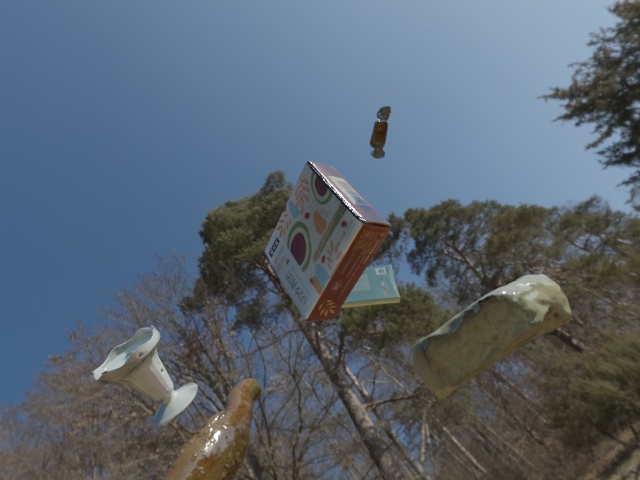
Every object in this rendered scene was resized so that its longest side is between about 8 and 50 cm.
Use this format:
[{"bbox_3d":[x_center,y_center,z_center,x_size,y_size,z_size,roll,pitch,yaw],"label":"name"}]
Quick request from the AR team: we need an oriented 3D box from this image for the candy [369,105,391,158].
[{"bbox_3d":[0.187,-0.338,1.282,0.053,0.046,0.181,12,-103,1],"label":"candy"}]

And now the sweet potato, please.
[{"bbox_3d":[-0.173,0.347,0.705,0.109,0.385,0.109,3,-74,11],"label":"sweet potato"}]

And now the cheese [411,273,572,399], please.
[{"bbox_3d":[0.327,0.194,0.808,0.327,0.115,0.318,-12,-32,-38],"label":"cheese"}]

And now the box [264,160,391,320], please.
[{"bbox_3d":[0.000,0.000,1.308,0.122,0.344,0.385,5,-56,-39],"label":"box"}]

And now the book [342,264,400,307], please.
[{"bbox_3d":[0.110,0.184,1.627,0.380,0.264,0.031,-6,-65,5],"label":"book"}]

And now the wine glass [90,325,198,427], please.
[{"bbox_3d":[-0.397,0.319,0.954,0.165,0.165,0.196,-40,-71,-11],"label":"wine glass"}]
